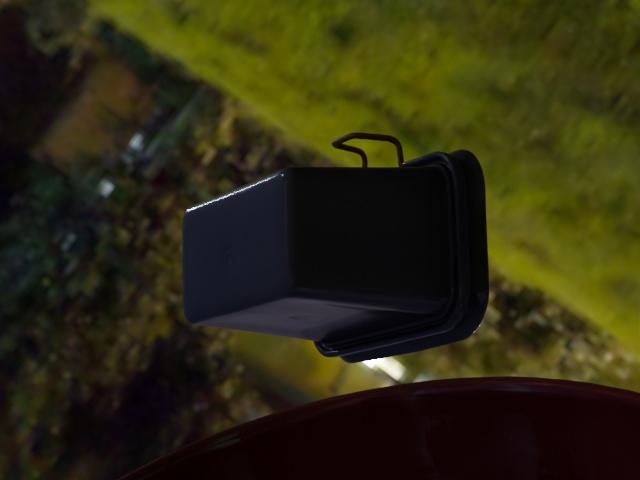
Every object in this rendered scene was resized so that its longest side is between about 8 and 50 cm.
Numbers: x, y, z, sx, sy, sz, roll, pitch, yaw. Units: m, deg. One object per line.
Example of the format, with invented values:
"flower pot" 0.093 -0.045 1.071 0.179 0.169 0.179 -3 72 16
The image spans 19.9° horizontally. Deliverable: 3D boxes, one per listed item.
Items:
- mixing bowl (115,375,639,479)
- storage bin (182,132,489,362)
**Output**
"mixing bowl" 0.014 0.114 0.348 0.181 0.181 0.098 -138 31 -63
"storage bin" 0.000 0.000 0.815 0.091 0.098 0.135 5 169 -30
